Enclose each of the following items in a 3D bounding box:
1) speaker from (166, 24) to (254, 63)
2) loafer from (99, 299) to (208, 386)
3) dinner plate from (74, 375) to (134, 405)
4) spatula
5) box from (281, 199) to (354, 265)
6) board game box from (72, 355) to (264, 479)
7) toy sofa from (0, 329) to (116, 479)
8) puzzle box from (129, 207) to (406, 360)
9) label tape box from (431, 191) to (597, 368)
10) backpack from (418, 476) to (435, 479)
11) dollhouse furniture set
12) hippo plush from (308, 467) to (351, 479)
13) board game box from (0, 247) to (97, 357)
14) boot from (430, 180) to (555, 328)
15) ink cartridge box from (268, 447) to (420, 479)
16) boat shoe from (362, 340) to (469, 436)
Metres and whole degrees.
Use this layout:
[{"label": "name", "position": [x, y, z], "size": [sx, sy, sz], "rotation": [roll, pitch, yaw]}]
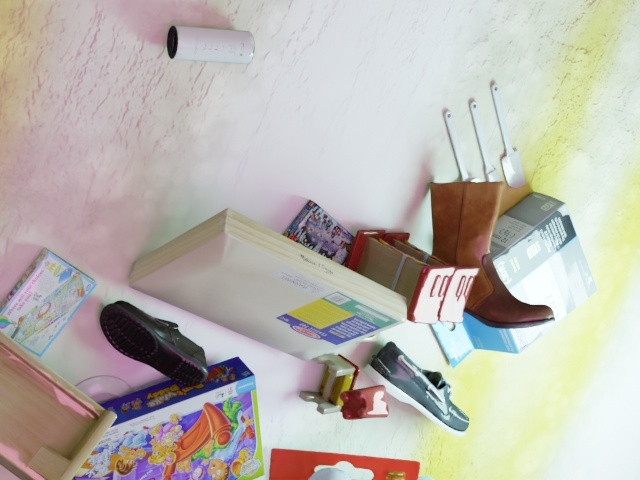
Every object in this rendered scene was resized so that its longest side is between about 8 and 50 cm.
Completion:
[{"label": "speaker", "position": [-0.179, -0.317, 1.515], "size": [0.136, 0.055, 0.055], "rotation": [-3, 109, -29]}, {"label": "loafer", "position": [-0.289, 0.172, 1.626], "size": [0.080, 0.078, 0.220], "rotation": [-38, 116, 24]}, {"label": "dinner plate", "position": [-0.389, 0.305, 1.643], "size": [0.141, 0.017, 0.141], "rotation": [-10, 112, -25]}, {"label": "spatula", "position": [0.329, -0.178, 1.878], "size": [0.168, 0.019, 0.242], "rotation": [-29, 120, -17]}, {"label": "box", "position": [0.000, 0.000, 1.748], "size": [0.137, 0.027, 0.094], "rotation": [40, 86, -34]}, {"label": "board game box", "position": [-0.278, 0.375, 1.680], "size": [0.347, 0.078, 0.233], "rotation": [-17, 120, -25]}, {"label": "toy sofa", "position": [-0.508, 0.226, 1.429], "size": [0.362, 0.177, 0.150], "rotation": [41, 64, -15]}, {"label": "puzzle box", "position": [-0.085, 0.091, 1.609], "size": [0.408, 0.272, 0.052], "rotation": [28, 52, -35]}, {"label": "label tape box", "position": [0.394, 0.100, 1.959], "size": [0.347, 0.115, 0.249], "rotation": [-37, 121, -15]}, {"label": "backpack", "position": [0.188, 0.589, 1.989], "size": [0.188, 0.144, 0.166], "rotation": [-19, 117, 6]}, {"label": "dollhouse furniture set", "position": [0.127, 0.181, 1.778], "size": [0.152, 0.201, 0.374], "rotation": [5, 109, -44]}, {"label": "hippo plush", "position": [-0.017, 0.556, 1.725], "size": [0.236, 0.234, 0.294], "rotation": [-20, 94, -1]}, {"label": "board game box", "position": [-0.454, 0.102, 1.525], "size": [0.103, 0.026, 0.154], "rotation": [40, 86, -34]}, {"label": "boot", "position": [0.332, 0.026, 1.809], "size": [0.096, 0.264, 0.281], "rotation": [5, 91, -66]}, {"label": "ink cartridge box", "position": [0.033, 0.615, 1.871], "size": [0.308, 0.091, 0.385], "rotation": [5, 109, 0]}, {"label": "boat shoe", "position": [0.222, 0.310, 1.935], "size": [0.302, 0.114, 0.091], "rotation": [35, 94, -35]}]
